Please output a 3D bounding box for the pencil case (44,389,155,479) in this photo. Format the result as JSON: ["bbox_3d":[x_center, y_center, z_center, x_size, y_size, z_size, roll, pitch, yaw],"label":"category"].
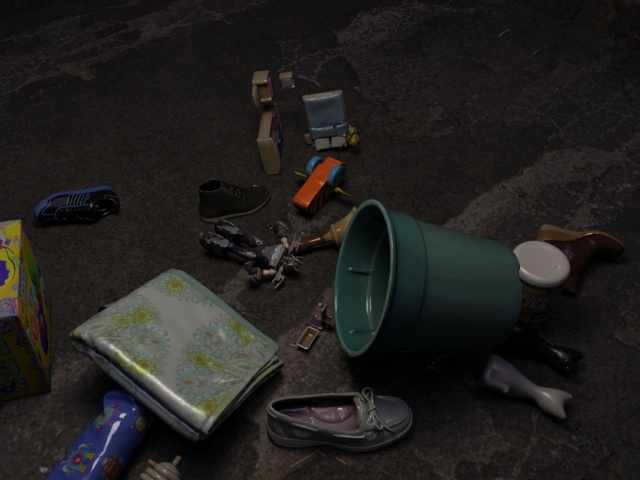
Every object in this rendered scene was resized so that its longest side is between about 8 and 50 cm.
[{"bbox_3d":[-0.457,0.445,1.274,0.133,0.119,0.306,1,41,28],"label":"pencil case"}]

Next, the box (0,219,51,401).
[{"bbox_3d":[-0.725,0.161,1.427,0.177,0.279,0.290,-10,47,-13],"label":"box"}]

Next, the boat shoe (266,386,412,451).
[{"bbox_3d":[0.043,0.379,1.380,0.320,0.103,0.118,1,45,-2],"label":"boat shoe"}]

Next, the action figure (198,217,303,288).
[{"bbox_3d":[-0.176,0.025,1.719,0.285,0.099,0.185,17,54,17],"label":"action figure"}]

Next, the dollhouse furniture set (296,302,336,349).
[{"bbox_3d":[-0.001,0.213,1.558,0.091,0.081,0.114,21,48,17],"label":"dollhouse furniture set"}]

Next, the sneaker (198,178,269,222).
[{"bbox_3d":[-0.247,-0.135,1.864,0.222,0.118,0.083,-23,50,-24],"label":"sneaker"}]

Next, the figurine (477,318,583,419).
[{"bbox_3d":[0.499,0.301,1.505,0.209,0.092,0.215,23,49,13],"label":"figurine"}]

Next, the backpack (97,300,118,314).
[{"bbox_3d":[-0.473,0.201,1.530,0.114,0.105,0.084,27,27,22],"label":"backpack"}]

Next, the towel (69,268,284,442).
[{"bbox_3d":[-0.299,0.236,1.414,0.374,0.090,0.320,34,32,13],"label":"towel"}]

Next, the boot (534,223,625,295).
[{"bbox_3d":[0.709,0.068,1.768,0.248,0.090,0.207,13,58,7],"label":"boot"}]

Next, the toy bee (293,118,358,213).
[{"bbox_3d":[0.036,-0.189,1.937,0.298,0.162,0.195,-40,64,-5],"label":"toy bee"}]

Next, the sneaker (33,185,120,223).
[{"bbox_3d":[-0.688,-0.091,1.820,0.232,0.081,0.090,-21,43,-24],"label":"sneaker"}]

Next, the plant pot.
[{"bbox_3d":[0.240,0.105,1.427,0.334,0.341,0.341,9,43,-16],"label":"plant pot"}]

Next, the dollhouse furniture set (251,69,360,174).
[{"bbox_3d":[-0.039,-0.372,1.996,0.303,0.286,0.198,-6,45,7],"label":"dollhouse furniture set"}]

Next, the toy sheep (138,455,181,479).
[{"bbox_3d":[-0.322,0.483,1.268,0.091,0.091,0.132,25,67,20],"label":"toy sheep"}]

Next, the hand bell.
[{"bbox_3d":[0.000,0.000,1.779,0.242,0.126,0.126,-18,47,-2],"label":"hand bell"}]

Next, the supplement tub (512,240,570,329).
[{"bbox_3d":[0.527,0.116,1.604,0.144,0.200,0.144,1,45,-1],"label":"supplement tub"}]

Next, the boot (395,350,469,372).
[{"bbox_3d":[0.269,0.277,1.535,0.189,0.069,0.086,6,67,-3],"label":"boot"}]
